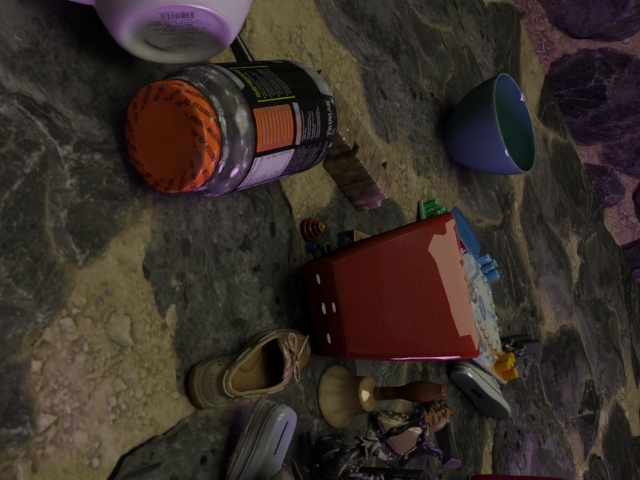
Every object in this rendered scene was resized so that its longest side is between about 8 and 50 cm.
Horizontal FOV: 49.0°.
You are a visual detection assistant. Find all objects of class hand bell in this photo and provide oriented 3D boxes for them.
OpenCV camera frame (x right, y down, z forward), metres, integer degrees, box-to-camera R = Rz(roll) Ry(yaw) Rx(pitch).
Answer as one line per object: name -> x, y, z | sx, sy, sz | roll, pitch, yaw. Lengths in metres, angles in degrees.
hand bell -> 0.127, 0.288, 1.328 | 0.126, 0.242, 0.126 | 22, 62, -49

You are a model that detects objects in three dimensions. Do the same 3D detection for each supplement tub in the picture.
supplement tub -> -0.137, -0.187, 1.149 | 0.338, 0.207, 0.207 | -23, 98, -54

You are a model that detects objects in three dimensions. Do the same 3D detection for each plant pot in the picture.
plant pot -> 0.479, -0.315, 2.044 | 0.290, 0.195, 0.290 | 22, 62, -49
plant pot -> 0.110, 0.109, 1.334 | 0.236, 0.267, 0.267 | -8, 86, -20

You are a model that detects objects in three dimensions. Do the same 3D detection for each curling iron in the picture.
curling iron -> -0.122, -0.297, 1.351 | 0.068, 0.035, 0.274 | -38, 110, -52

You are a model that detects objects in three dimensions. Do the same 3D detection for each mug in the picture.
mug -> -0.270, -0.443, 1.019 | 0.374, 0.276, 0.328 | -2, 75, -20

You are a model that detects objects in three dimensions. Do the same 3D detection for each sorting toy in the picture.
sorting toy -> 0.000, 0.000, 1.418 | 0.102, 0.042, 0.061 | 59, 39, -24

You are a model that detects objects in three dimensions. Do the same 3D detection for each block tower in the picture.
block tower -> 0.042, -0.212, 1.503 | 0.335, 0.091, 0.097 | 49, 43, -34

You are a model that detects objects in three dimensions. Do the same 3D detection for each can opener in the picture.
can opener -> 0.573, 0.337, 2.094 | 0.283, 0.076, 0.095 | 6, 107, -54

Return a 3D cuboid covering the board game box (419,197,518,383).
board game box -> 0.392, 0.129, 1.841 | 0.390, 0.050, 0.390 | 39, 38, -40

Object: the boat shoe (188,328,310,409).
boat shoe -> -0.093, 0.215, 1.180 | 0.285, 0.089, 0.104 | -18, 94, -55

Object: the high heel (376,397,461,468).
high heel -> 0.206, 0.387, 1.573 | 0.261, 0.093, 0.186 | 34, 29, -28

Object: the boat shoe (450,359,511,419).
boat shoe -> 0.433, 0.381, 1.846 | 0.258, 0.095, 0.084 | 50, 48, -34

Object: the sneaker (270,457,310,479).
sneaker -> -0.077, 0.517, 1.085 | 0.158, 0.182, 0.410 | -114, -166, -63

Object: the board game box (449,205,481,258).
board game box -> 0.362, -0.016, 1.816 | 0.133, 0.033, 0.169 | 60, 23, -1

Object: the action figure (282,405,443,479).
action figure -> 0.077, 0.403, 1.264 | 0.164, 0.276, 0.141 | -118, -167, -54

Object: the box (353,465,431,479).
box -> 0.152, 0.574, 1.340 | 0.142, 0.163, 0.247 | -47, 117, -47

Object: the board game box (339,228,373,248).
board game box -> 0.130, 0.081, 1.571 | 0.243, 0.042, 0.165 | 19, 65, -50

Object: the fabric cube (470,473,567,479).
fabric cube -> 0.464, 0.737, 1.641 | 0.258, 0.254, 0.259 | -44, 115, -49

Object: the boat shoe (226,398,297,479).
boat shoe -> -0.110, 0.365, 1.124 | 0.083, 0.076, 0.226 | 40, 71, -46
